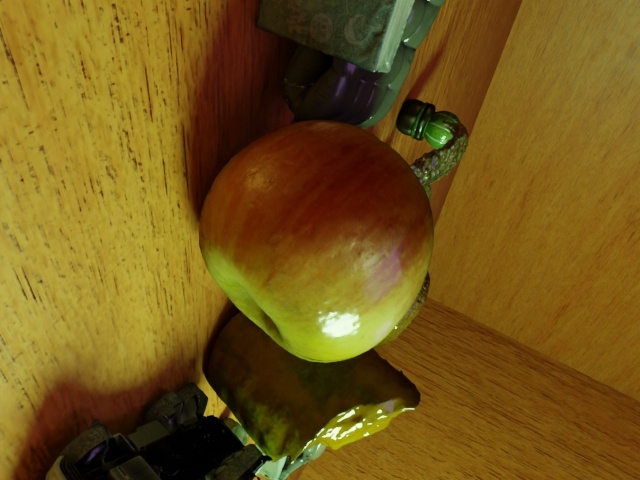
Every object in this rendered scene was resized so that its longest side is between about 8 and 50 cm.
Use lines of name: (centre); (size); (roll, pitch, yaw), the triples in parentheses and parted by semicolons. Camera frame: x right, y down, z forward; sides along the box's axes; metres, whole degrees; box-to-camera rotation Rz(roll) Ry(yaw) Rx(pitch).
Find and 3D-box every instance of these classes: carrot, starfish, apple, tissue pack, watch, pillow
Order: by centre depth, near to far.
tissue pack: (0.015, -0.243, 0.469); (0.051, 0.156, 0.113); (-24, 138, -54)
apple: (0.000, 0.000, 0.568); (0.233, 0.286, 0.286); (-45, 157, -22)
pillow: (0.083, -0.293, 0.583); (0.327, 0.101, 0.228); (-59, 162, 23)
carrot: (-0.029, 0.230, 0.795); (0.241, 0.340, 0.242); (-39, 152, -25)
starfish: (0.122, -0.105, 0.893); (0.397, 0.132, 0.384); (-27, 155, -23)
watch: (-0.085, 0.562, 1.400); (0.241, 0.161, 0.254); (22, 91, -61)

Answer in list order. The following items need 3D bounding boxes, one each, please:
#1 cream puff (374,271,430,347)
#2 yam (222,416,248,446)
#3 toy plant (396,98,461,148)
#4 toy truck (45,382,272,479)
cream puff: (0.139, 0.136, 1.287); (0.303, 0.212, 0.303); (-43, -162, 18)
yam: (-0.210, 0.440, 0.935); (0.179, 0.078, 0.078); (-58, 163, -31)
toy plant: (0.271, -0.280, 1.170); (0.093, 0.162, 0.093); (-53, 161, -28)
toy truck: (-0.206, 0.322, 0.622); (0.178, 0.176, 0.363); (-51, 164, 0)
